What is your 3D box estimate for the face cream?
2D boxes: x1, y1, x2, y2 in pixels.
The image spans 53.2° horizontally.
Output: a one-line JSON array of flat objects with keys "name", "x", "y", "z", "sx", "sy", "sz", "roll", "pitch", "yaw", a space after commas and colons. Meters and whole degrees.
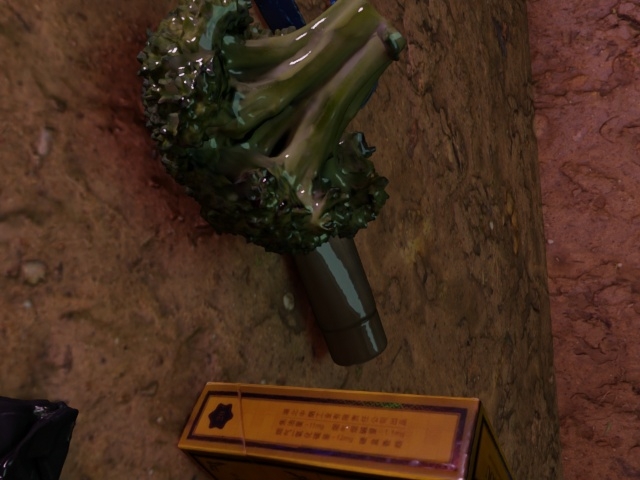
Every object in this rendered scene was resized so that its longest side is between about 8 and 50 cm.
[{"name": "face cream", "x": 0.000, "y": 0.000, "z": 0.854, "sx": 0.137, "sy": 0.084, "sz": 0.342, "roll": -32, "pitch": 107, "yaw": -46}]

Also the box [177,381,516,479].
[{"name": "box", "x": 0.032, "y": 0.233, "z": 0.643, "sx": 0.193, "sy": 0.301, "sz": 0.084, "roll": 61, "pitch": 38, "yaw": -36}]

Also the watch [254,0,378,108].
[{"name": "watch", "x": 0.008, "y": -0.335, "z": 0.927, "sx": 0.275, "sy": 0.068, "sz": 0.276, "roll": 59, "pitch": 40, "yaw": -31}]

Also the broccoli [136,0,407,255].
[{"name": "broccoli", "x": -0.050, "y": -0.125, "z": 0.644, "sx": 0.288, "sy": 0.235, "sz": 0.260, "roll": 18, "pitch": 96, "yaw": -62}]

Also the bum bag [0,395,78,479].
[{"name": "bum bag", "x": -0.252, "y": 0.139, "z": 0.405, "sx": 0.248, "sy": 0.059, "sz": 0.123, "roll": 41, "pitch": 46, "yaw": -53}]
